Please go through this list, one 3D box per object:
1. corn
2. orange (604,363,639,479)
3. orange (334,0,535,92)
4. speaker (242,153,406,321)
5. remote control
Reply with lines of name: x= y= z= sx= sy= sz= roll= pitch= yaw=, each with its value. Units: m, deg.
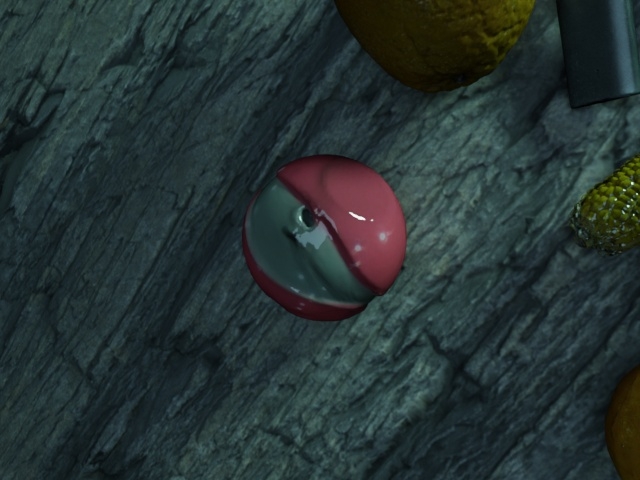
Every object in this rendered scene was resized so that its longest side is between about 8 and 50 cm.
corn: x=0.510 y=-0.094 z=0.802 sx=0.318 sy=0.115 sz=0.115 roll=-43 pitch=74 yaw=16
orange: x=0.508 y=0.264 z=0.718 sx=0.246 sy=0.246 sz=0.246 roll=0 pitch=89 yaw=22
orange: x=0.171 y=-0.412 z=0.843 sx=0.322 sy=0.322 sz=0.357 roll=-14 pitch=95 yaw=22
speaker: x=0.000 y=0.000 z=0.973 sx=0.294 sy=0.294 sz=0.294 roll=0 pitch=89 yaw=22
remote control: x=0.411 y=-0.400 z=0.839 sx=0.107 sy=0.044 sz=0.377 roll=-5 pitch=98 yaw=51
